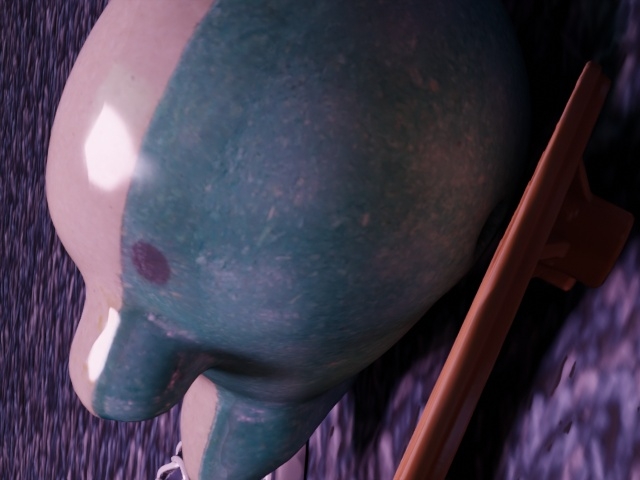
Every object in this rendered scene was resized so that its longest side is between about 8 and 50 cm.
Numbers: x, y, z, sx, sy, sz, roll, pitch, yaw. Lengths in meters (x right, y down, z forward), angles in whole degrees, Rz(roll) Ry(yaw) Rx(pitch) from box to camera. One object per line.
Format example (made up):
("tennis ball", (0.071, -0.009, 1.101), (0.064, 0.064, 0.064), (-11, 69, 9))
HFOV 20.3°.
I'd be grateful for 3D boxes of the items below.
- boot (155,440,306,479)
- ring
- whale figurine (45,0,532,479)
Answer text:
("boot", (-0.058, 0.120, 0.835), (0.069, 0.086, 0.190), (139, 135, -62))
("ring", (0.019, 0.108, 0.517), (0.336, 0.032, 0.336), (25, -90, -85))
("whale figurine", (0.000, 0.000, 0.665), (0.216, 0.141, 0.272), (-48, -27, -35))
